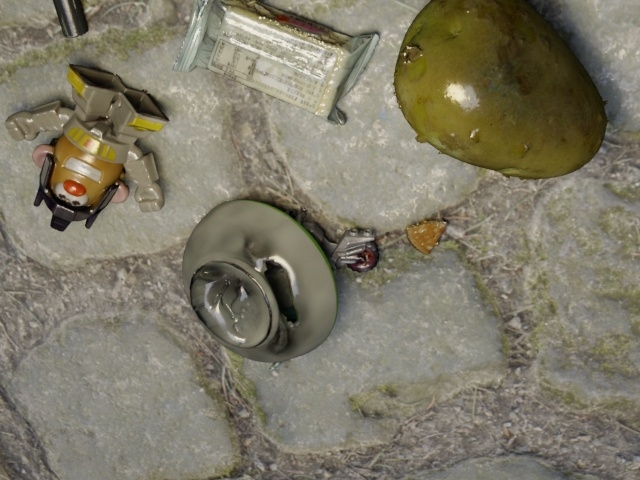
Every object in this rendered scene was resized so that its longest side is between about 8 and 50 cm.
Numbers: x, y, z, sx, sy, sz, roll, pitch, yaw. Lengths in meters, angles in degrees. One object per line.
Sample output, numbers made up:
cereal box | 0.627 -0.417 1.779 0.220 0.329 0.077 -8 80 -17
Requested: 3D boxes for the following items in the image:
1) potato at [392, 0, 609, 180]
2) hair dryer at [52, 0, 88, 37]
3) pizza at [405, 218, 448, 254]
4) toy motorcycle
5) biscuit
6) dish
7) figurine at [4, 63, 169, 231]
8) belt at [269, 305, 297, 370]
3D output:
potato | 0.282 -0.223 1.556 0.359 0.219 0.270 38 78 -15
hair dryer | -0.362 -0.436 1.666 0.195 0.050 0.173 -5 120 9
pizza | 0.196 -0.015 1.810 0.078 0.025 0.083 -31 128 8
toy motorcycle | 0.000 0.000 1.822 0.215 0.080 0.122 2 121 5
biscuit | -0.075 -0.316 1.660 0.309 0.079 0.186 21 118 -1
dish | -0.137 0.098 1.806 0.324 0.124 0.324 16 122 26
figurine | -0.403 -0.152 1.768 0.308 0.143 0.308 7 109 22
belt | -0.044 0.173 1.931 0.179 0.065 0.100 -26 101 22
